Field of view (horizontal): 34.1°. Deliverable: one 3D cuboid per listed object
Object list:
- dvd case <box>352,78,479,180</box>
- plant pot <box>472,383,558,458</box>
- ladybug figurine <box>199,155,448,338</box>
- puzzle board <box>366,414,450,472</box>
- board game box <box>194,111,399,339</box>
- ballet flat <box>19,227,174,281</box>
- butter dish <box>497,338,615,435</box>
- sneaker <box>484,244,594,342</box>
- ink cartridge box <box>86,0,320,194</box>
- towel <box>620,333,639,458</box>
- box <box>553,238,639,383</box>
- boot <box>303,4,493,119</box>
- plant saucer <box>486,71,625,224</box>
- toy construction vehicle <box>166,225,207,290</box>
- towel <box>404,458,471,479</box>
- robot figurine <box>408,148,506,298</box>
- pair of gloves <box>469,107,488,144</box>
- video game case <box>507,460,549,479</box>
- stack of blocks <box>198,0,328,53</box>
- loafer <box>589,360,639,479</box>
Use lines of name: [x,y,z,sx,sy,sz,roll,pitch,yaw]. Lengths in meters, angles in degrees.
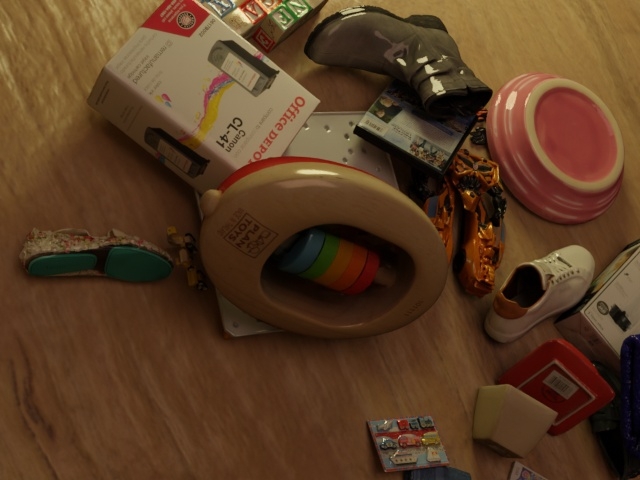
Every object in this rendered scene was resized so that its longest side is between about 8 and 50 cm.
dvd case: [0.182,-0.216,1.938,0.180,0.022,0.253,30,38,5]
plant pot: [0.327,0.319,1.814,0.109,0.109,0.096,31,71,-12]
ladybug figurine: [0.000,0.000,1.620,0.449,0.305,0.162,27,30,-37]
puzzle board: [0.149,0.338,1.751,0.128,0.011,0.096,0,50,-26]
board game box: [-0.030,-0.035,1.815,0.389,0.050,0.390,-5,71,-28]
ballet flat: [-0.346,0.014,1.625,0.240,0.091,0.077,5,45,-28]
butter dish: [0.430,0.243,1.885,0.160,0.160,0.118,42,34,-4]
sneaker: [0.424,0.075,1.934,0.106,0.123,0.290,36,52,27]
ink cartridge box: [-0.188,-0.228,1.711,0.306,0.131,0.226,37,58,-6]
towel: [0.658,0.268,1.925,0.308,0.076,0.228,-4,92,-45]
box: [0.606,0.132,2.033,0.290,0.087,0.169,-40,90,-32]
boot: [0.155,-0.323,1.942,0.338,0.118,0.223,-10,55,-30]
plant saucer: [0.492,-0.199,2.112,0.332,0.084,0.332,10,67,-25]
toy construction vehicle: [-0.218,0.030,1.682,0.035,0.098,0.086,-17,64,6]
towel: [0.197,0.408,1.753,0.119,0.029,0.067,18,59,-17]
robot figurine: [0.264,-0.049,1.943,0.211,0.085,0.291,18,63,-20]
pair of gloves: [0.317,-0.230,2.088,0.074,0.010,0.083,-13,78,-31]
video game case: [0.377,0.454,1.833,0.122,0.011,0.087,31,59,-11]
stack of blocks: [-0.126,-0.435,1.910,0.171,0.087,0.297,47,57,-2]
loafer: [0.532,0.331,1.921,0.078,0.076,0.223,-17,81,-38]
